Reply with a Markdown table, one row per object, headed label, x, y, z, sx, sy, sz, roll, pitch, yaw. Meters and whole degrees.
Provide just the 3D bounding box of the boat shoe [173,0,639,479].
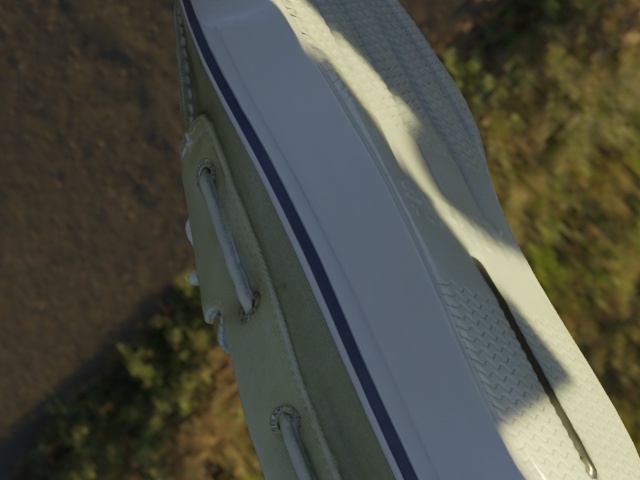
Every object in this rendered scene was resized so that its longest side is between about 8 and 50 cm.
| label | x | y | z | sx | sy | sz | roll | pitch | yaw |
| --- | --- | --- | --- | --- | --- | --- | --- | --- | --- |
| boat shoe | 0.000 | 0.000 | 0.570 | 0.094 | 0.302 | 0.109 | -40 | 137 | 21 |
